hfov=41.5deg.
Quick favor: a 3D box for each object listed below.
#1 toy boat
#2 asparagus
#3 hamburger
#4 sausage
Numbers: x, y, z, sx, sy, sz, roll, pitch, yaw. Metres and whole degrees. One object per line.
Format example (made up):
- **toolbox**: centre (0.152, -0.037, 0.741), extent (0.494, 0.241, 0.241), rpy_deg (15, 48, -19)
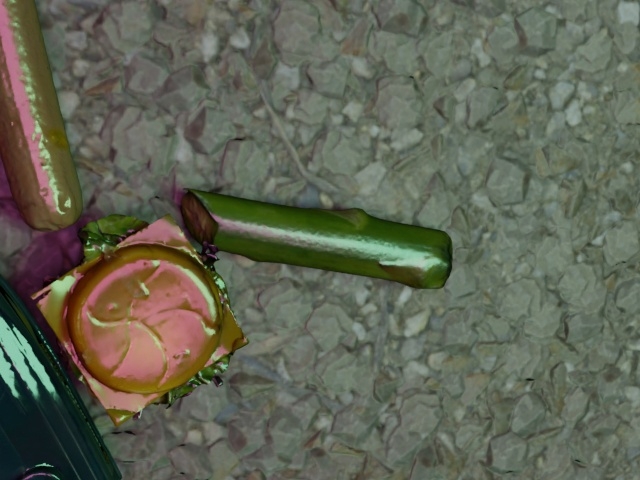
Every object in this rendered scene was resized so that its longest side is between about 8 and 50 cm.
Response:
- **toy boat**: centre (-0.281, 0.120, 0.721), extent (0.114, 0.122, 0.296), rpy_deg (-27, 107, -12)
- **asparagus**: centre (0.001, 0.000, 0.816), extent (0.278, 0.060, 0.067), rpy_deg (7, 108, -17)
- **hamburger**: centre (-0.161, 0.064, 0.762), extent (0.164, 0.093, 0.189), rpy_deg (-20, 106, -14)
- **sausage**: centre (-0.258, -0.154, 0.712), extent (0.066, 0.066, 0.301), rpy_deg (-11, 102, -14)
